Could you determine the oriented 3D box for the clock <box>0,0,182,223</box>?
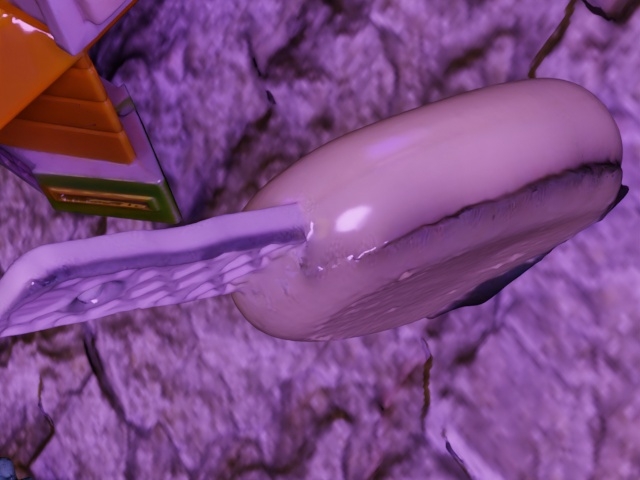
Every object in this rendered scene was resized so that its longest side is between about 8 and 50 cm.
[{"bbox_3d":[-0.194,-0.129,0.605,0.309,0.235,0.166,31,69,27],"label":"clock"}]

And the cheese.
[{"bbox_3d":[0.000,0.000,0.426,0.127,0.251,0.054,-42,70,36],"label":"cheese"}]

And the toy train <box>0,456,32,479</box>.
[{"bbox_3d":[-0.164,0.204,0.706,0.099,0.070,0.172,-30,72,49],"label":"toy train"}]
